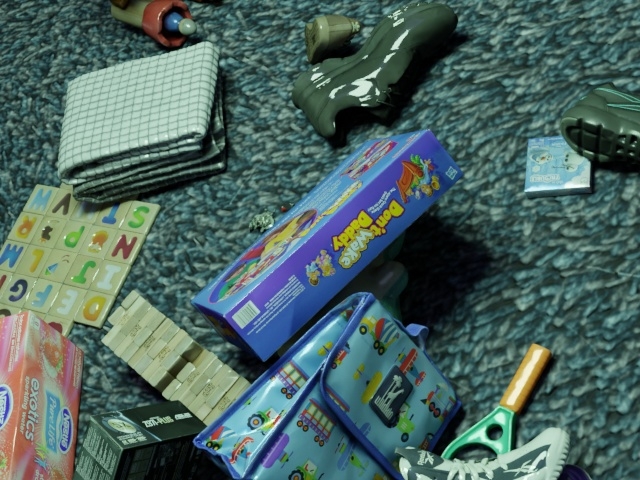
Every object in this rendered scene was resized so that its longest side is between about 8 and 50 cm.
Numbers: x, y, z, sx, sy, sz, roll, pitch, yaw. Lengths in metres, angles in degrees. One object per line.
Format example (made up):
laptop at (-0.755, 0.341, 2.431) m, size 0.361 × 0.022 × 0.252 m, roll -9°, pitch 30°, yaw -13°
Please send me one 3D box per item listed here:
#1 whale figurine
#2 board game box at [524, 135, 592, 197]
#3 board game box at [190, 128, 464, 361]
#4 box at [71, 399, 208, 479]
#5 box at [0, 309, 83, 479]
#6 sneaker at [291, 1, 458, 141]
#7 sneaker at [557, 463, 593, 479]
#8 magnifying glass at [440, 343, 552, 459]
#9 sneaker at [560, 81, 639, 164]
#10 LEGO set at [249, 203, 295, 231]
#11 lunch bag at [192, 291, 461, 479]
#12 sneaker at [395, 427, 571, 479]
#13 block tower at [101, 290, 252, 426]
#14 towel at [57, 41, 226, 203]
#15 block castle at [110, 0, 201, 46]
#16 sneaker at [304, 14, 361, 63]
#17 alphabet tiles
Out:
whale figurine at (0.054, 0.089, 1.459) m, size 0.216 × 0.141 × 0.272 m, roll -30°, pitch 22°, yaw 43°
board game box at (0.333, -0.105, 1.497) m, size 0.090 × 0.020 × 0.090 m, roll -4°, pitch 60°, yaw 24°
board game box at (0.000, 0.000, 1.414) m, size 0.347 × 0.078 × 0.233 m, roll -43°, pitch 12°, yaw -11°
box at (-0.242, 0.311, 1.397) m, size 0.077 × 0.147 × 0.180 m, roll 34°, pitch 115°, yaw 36°
box at (-0.453, 0.276, 1.567) m, size 0.142 × 0.154 × 0.300 m, roll -14°, pitch 54°, yaw 17°
sneaker at (0.099, -0.254, 1.666) m, size 0.286 × 0.109 × 0.130 m, roll -35°, pitch 61°, yaw 12°
sneaker at (0.284, 0.334, 1.220) m, size 0.068 × 0.071 × 0.170 m, roll -7°, pitch 57°, yaw 22°
magnifying glass at (0.223, 0.233, 1.341) m, size 0.092 × 0.026 × 0.231 m, roll 23°, pitch 72°, yaw 35°
sneaker at (0.452, -0.136, 1.409) m, size 0.267 × 0.101 × 0.106 m, roll 30°, pitch 63°, yaw 28°
LEGO set at (-0.076, -0.035, 1.652) m, size 0.083 × 0.023 × 0.054 m, roll -36°, pitch 52°, yaw 2°
lunch bag at (0.034, 0.217, 1.312) m, size 0.293 × 0.221 × 0.138 m, roll -49°, pitch 29°, yaw -13°
sneaker at (0.167, 0.273, 1.254) m, size 0.153 × 0.094 × 0.235 m, roll 43°, pitch 104°, yaw 6°
block tower at (-0.174, 0.199, 1.515) m, size 0.335 × 0.097 × 0.091 m, roll 32°, pitch 78°, yaw 38°
towel at (-0.290, -0.196, 1.797) m, size 0.284 × 0.121 × 0.235 m, roll -14°, pitch 49°, yaw 14°
block castle at (-0.238, -0.595, 1.900) m, size 0.213 × 0.303 × 0.453 m, roll 23°, pitch 74°, yaw 34°
sneaker at (0.018, -0.322, 1.722) m, size 0.071 × 0.188 × 0.066 m, roll -6°, pitch 96°, yaw -8°
alphabet tiles at (-0.426, 0.020, 1.798) m, size 0.285 × 0.011 × 0.342 m, roll 10°, pitch 66°, yaw 30°
